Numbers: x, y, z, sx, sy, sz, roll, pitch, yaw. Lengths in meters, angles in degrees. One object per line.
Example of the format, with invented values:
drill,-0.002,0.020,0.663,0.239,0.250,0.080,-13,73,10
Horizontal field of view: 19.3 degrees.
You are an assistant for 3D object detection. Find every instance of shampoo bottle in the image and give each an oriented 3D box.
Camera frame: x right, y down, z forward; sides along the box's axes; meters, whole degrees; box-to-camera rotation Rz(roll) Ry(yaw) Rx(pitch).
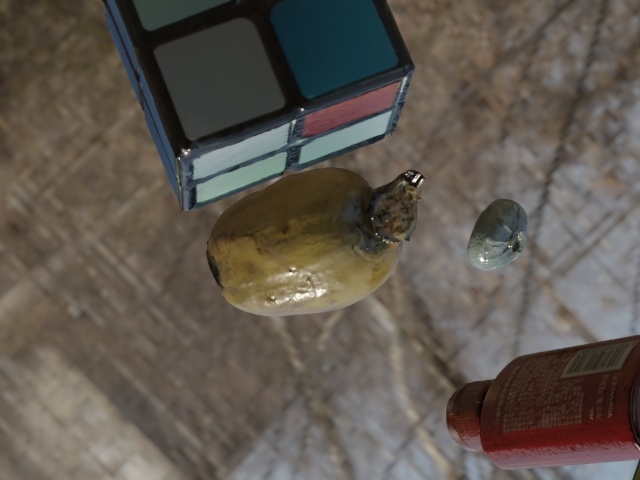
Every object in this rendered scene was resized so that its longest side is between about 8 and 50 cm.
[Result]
shampoo bottle,0.225,0.152,1.723,0.314,0.076,0.118,-19,-131,61

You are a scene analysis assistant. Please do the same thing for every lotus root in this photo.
lotus root,0.000,0.000,1.645,0.221,0.118,0.125,-17,152,22

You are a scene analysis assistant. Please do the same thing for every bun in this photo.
bun,0.186,-0.003,1.948,0.083,0.045,0.083,-41,143,-42

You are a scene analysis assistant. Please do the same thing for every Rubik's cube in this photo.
Rubik's cube,-0.049,-0.141,1.355,0.180,0.167,0.183,-20,171,-9

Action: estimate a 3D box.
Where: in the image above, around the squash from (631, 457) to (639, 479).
squash,0.296,0.186,1.509,0.094,0.094,0.224,144,-34,-67
